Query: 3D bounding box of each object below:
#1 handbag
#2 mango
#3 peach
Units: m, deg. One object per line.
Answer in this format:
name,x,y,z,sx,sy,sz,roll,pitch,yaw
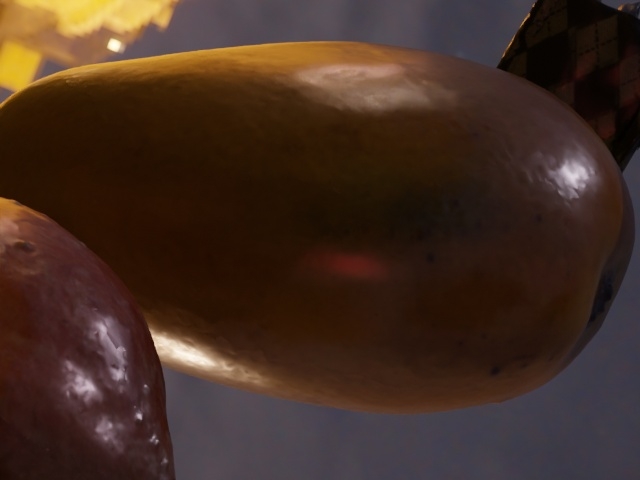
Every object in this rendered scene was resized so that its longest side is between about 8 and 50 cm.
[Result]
handbag,0.184,-0.083,1.698,0.317,0.180,0.416,-62,176,8
mango,-0.014,-0.018,1.291,0.300,0.445,0.232,-99,-161,-66
peach,-0.163,0.091,0.906,0.232,0.232,0.232,-43,-144,42
